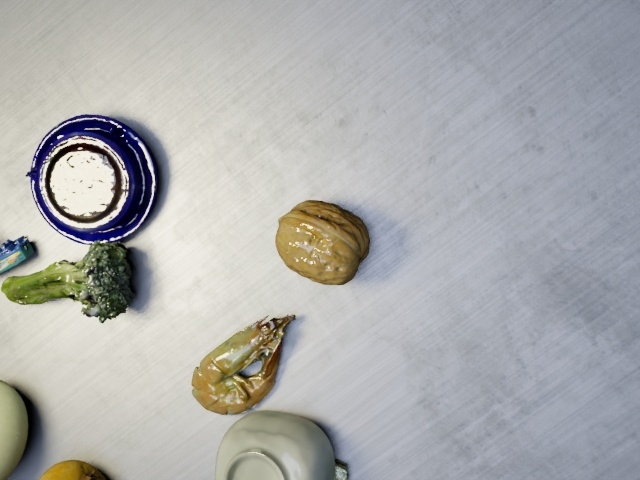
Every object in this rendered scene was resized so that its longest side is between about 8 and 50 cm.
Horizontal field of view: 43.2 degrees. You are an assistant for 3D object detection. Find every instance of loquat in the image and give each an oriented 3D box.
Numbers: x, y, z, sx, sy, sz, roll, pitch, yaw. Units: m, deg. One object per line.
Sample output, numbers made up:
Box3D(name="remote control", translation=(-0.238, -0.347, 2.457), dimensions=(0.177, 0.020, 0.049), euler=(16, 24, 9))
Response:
Box3D(name="loquat", translation=(-0.500, 0.518, 1.630), dimensions=(0.163, 0.137, 0.163), euler=(-4, 79, 19))

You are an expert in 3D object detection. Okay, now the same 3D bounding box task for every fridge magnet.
Box3D(name="fridge magnet", translation=(-0.460, -0.120, 1.627), dimensions=(0.265, 0.113, 0.266), euler=(1, 99, 5))

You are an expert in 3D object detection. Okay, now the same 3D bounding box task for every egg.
Box3D(name="egg", translation=(-0.693, 0.404, 1.629), dimensions=(0.186, 0.186, 0.253), euler=(16, 77, 8))

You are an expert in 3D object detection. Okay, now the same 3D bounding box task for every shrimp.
Box3D(name="shrimp", translation=(-0.142, 0.244, 1.613), dimensions=(0.145, 0.061, 0.267), euler=(43, 93, -3))

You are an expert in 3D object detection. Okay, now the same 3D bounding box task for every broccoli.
Box3D(name="broccoli", translation=(-0.519, 0.090, 1.633), dimensions=(0.304, 0.145, 0.165), euler=(-7, 97, 25))

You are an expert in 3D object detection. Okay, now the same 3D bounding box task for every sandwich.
Box3D(name="sandwich", translation=(0.007, 0.461, 1.604), dimensions=(0.093, 0.036, 0.105), euler=(-34, 85, 8))

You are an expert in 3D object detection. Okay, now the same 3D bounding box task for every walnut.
Box3D(name="walnut", translation=(0.000, 0.000, 1.544), dimensions=(0.184, 0.155, 0.156), euler=(24, 94, 10))

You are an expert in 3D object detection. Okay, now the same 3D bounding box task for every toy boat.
Box3D(name="toy boat", translation=(-0.695, 0.021, 1.678), dimensions=(0.175, 0.091, 0.110), euler=(-25, 106, 13))

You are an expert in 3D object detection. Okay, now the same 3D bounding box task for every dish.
Box3D(name="dish", translation=(-0.102, 0.457, 1.555), dimensions=(0.256, 0.117, 0.256), euler=(0, 89, 22))
